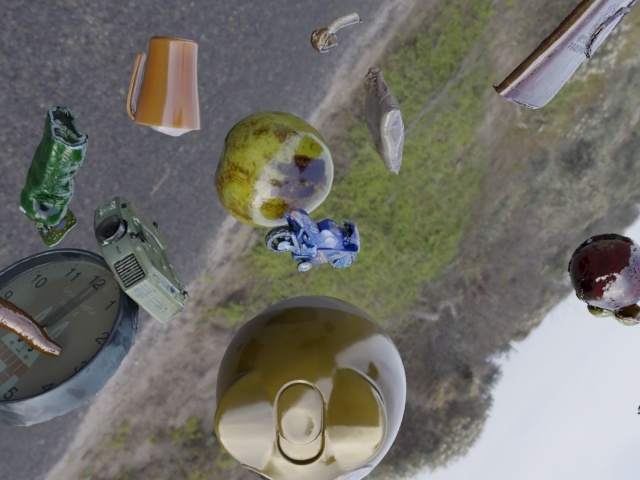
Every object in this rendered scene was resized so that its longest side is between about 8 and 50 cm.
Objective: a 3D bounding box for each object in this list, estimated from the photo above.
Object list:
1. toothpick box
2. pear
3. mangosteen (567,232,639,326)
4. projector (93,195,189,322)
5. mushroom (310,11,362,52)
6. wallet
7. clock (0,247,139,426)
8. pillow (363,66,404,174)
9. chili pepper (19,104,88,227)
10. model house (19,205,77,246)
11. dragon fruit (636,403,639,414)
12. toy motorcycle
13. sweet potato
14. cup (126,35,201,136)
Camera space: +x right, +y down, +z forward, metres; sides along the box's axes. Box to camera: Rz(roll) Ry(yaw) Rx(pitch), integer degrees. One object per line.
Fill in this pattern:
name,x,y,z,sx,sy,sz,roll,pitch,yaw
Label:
toothpick box,-0.022,0.329,1.678,0.408,0.409,0.425,-54,179,7
pear,-0.105,-0.159,1.833,0.283,0.284,0.283,-48,166,-16
mangosteen,0.574,0.079,1.571,0.166,0.166,0.180,-37,124,-48
projector,-0.375,0.024,1.626,0.088,0.269,0.193,-34,138,2
mushroom,0.046,-0.506,1.897,0.187,0.061,0.060,-44,123,-34
wallet,0.326,-0.262,0.951,0.255,0.031,0.137,-48,157,27
clock,-0.553,0.179,1.578,0.386,0.386,0.076,-47,144,-22
pillow,0.135,-0.261,1.708,0.270,0.067,0.173,-100,-178,-55
chili pepper,-0.553,-0.132,1.635,0.099,0.136,0.270,-18,145,-45
model house,-0.763,-0.079,2.171,0.117,0.167,0.088,-41,154,1
dragon fruit,0.543,0.217,0.946,0.147,0.283,0.210,-117,-154,-75
toy motorcycle,0.000,0.000,1.442,0.205,0.076,0.114,17,131,-36
sweet potato,-0.598,0.137,1.484,0.057,0.265,0.057,-56,-171,13
cup,-0.430,-0.422,2.178,0.182,0.226,0.263,-15,113,-64
